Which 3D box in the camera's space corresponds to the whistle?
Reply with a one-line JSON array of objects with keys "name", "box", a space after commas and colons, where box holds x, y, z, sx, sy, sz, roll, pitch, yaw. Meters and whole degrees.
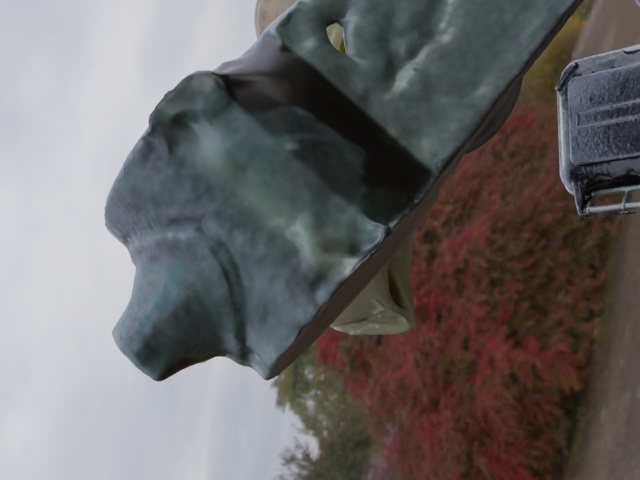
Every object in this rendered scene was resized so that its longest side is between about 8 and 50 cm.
[{"name": "whistle", "box": [0.008, -0.075, 0.638, 0.405, 0.168, 0.188, -51, -9, 18]}]

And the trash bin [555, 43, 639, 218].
[{"name": "trash bin", "box": [0.619, -0.180, 1.649, 0.367, 0.255, 0.296, 4, -99, -44]}]

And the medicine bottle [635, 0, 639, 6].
[{"name": "medicine bottle", "box": [0.580, -0.527, 1.678, 0.188, 0.119, 0.094, 46, -162, -28]}]

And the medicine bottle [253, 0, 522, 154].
[{"name": "medicine bottle", "box": [0.083, -0.268, 1.241, 0.384, 0.224, 0.224, 42, 133, 48]}]

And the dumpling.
[{"name": "dumpling", "box": [0.000, 0.000, 1.556, 0.233, 0.315, 0.395, -29, -85, -48]}]
